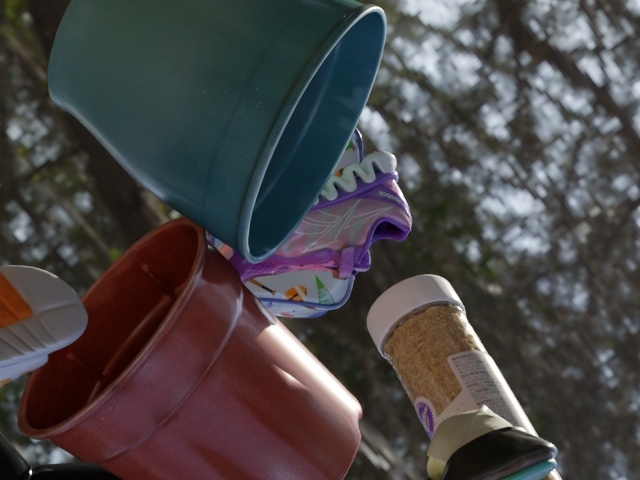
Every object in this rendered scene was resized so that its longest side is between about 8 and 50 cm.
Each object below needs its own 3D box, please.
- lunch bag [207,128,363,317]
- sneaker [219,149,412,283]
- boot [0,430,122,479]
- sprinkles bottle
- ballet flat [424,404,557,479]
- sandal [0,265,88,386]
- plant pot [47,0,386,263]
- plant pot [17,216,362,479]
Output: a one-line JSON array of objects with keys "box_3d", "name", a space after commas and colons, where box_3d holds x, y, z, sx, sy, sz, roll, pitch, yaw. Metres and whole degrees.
[{"box_3d": [-0.067, -0.047, 2.326, 0.115, 0.243, 0.303, 150, -55, -72], "name": "lunch bag"}, {"box_3d": [0.000, 0.000, 1.730, 0.236, 0.104, 0.095, -29, 170, -15], "name": "sneaker"}, {"box_3d": [-0.294, 0.250, 1.715, 0.094, 0.207, 0.246, -60, -139, 38], "name": "boot"}, {"box_3d": [0.178, 0.205, 1.976, 0.121, 0.121, 0.355, -36, -127, 10], "name": "sprinkles bottle"}, {"box_3d": [0.138, 0.217, 1.533, 0.095, 0.096, 0.280, -15, 158, -20], "name": "ballet flat"}, {"box_3d": [-0.343, 0.103, 1.483, 0.265, 0.102, 0.076, -19, 150, -22], "name": "sandal"}, {"box_3d": [-0.112, -0.154, 1.579, 0.272, 0.255, 0.272, -59, 168, -20], "name": "plant pot"}, {"box_3d": [-0.117, 0.163, 1.657, 0.272, 0.265, 0.272, -40, -158, 20], "name": "plant pot"}]
